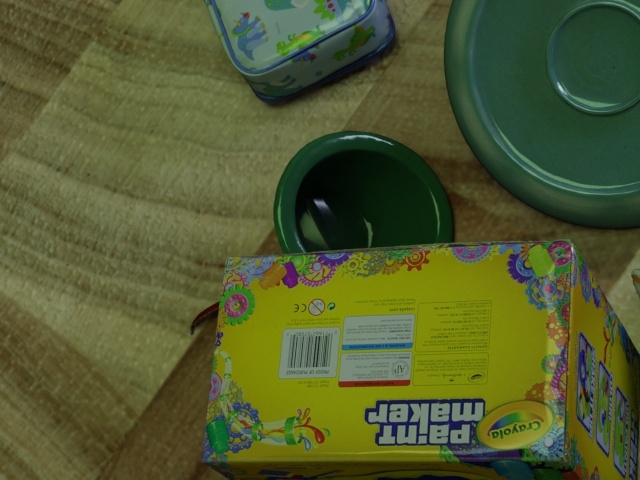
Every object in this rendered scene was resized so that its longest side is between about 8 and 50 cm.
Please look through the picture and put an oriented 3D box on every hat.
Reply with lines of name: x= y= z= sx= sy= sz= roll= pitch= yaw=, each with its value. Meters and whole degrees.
hat: x=0.000 y=0.000 z=1.598 sx=0.208 sy=0.183 sz=0.173 roll=7 pitch=73 yaw=-20

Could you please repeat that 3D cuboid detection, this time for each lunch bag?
lunch bag: x=-0.034 y=-0.261 z=1.684 sx=0.176 sy=0.090 sz=0.219 roll=-27 pitch=61 yaw=9

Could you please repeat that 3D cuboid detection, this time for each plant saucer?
plant saucer: x=0.256 y=-0.165 z=1.464 sx=0.317 sy=0.043 sz=0.318 roll=3 pitch=99 yaw=22

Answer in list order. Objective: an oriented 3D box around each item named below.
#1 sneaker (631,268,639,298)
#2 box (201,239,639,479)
sneaker: x=0.381 y=-0.033 z=1.355 sx=0.321 sy=0.126 sz=0.127 roll=-50 pitch=55 yaw=22
box: x=0.097 y=0.135 z=1.352 sx=0.290 sy=0.279 sz=0.177 roll=-3 pitch=67 yaw=22
